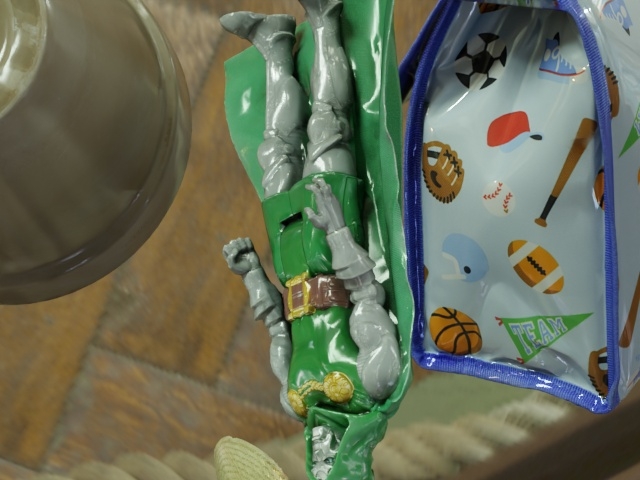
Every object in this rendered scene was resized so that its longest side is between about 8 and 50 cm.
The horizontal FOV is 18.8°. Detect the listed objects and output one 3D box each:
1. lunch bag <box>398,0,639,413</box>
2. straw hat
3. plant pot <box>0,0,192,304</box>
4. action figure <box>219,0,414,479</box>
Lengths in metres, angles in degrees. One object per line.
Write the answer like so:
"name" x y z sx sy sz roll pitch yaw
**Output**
"lunch bag" 0.215 -0.109 1.620 0.239 0.328 0.385 11 120 27
"straw hat" -0.061 0.220 1.442 0.061 0.144 0.144 -27 76 -27
"plant pot" -0.285 -0.127 1.599 0.323 0.280 0.323 -1 79 5
"action figure" 0.000 0.000 0.858 0.063 0.137 0.232 4 69 -35
